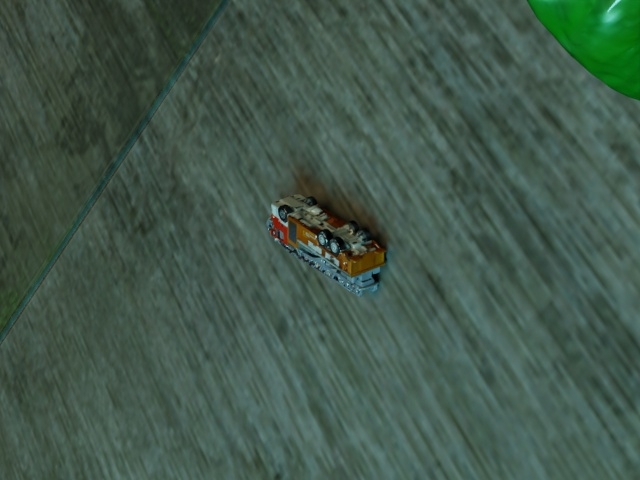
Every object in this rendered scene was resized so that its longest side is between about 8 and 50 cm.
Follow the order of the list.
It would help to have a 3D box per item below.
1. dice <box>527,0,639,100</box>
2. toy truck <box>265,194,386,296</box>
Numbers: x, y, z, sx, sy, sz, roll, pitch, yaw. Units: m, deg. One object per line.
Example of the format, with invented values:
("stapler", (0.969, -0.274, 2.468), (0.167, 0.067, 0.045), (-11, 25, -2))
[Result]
("dice", (0.138, -0.131, 0.590), (0.120, 0.128, 0.131), (-46, 51, 33))
("toy truck", (0.000, 0.000, 0.794), (0.083, 0.024, 0.032), (33, 134, 44))
